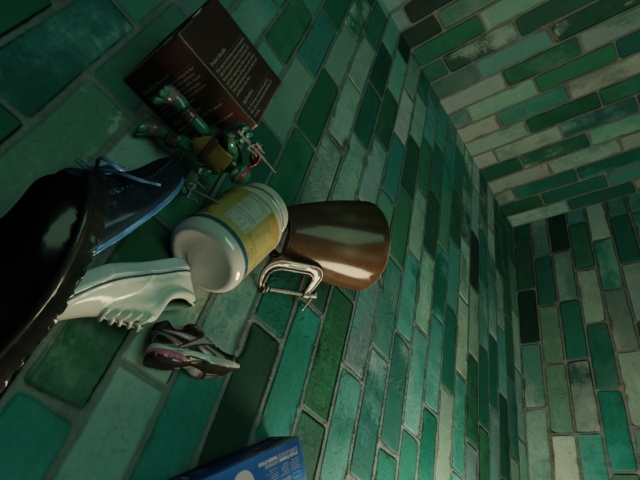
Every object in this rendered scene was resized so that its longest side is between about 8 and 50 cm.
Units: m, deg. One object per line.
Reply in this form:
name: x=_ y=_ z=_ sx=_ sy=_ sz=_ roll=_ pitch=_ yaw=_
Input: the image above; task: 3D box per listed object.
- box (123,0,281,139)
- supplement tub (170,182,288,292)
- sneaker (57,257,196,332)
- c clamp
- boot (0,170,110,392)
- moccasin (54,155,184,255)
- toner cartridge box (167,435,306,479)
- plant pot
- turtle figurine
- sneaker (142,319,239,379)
box: x=-0.216 y=-0.306 z=0.887 sx=0.203 sy=0.167 sz=0.168 roll=48 pitch=41 yaw=-30
supplement tub: x=-0.159 y=-0.013 z=0.849 sx=0.144 sy=0.144 sz=0.199 roll=61 pitch=35 yaw=-15
sneaker: x=-0.279 y=0.086 z=0.672 sx=0.258 sy=0.094 sz=0.091 roll=-13 pitch=71 yaw=-57
c clamp: x=-0.064 y=0.095 z=0.973 sx=0.161 sy=0.137 sz=0.022 roll=18 pitch=35 yaw=-33
boot: x=-0.389 y=0.030 z=0.418 sx=0.260 sy=0.131 sz=0.348 roll=39 pitch=79 yaw=-39
moccasin: x=-0.322 y=-0.053 z=0.644 sx=0.117 sy=0.138 sz=0.342 roll=65 pitch=33 yaw=-22
toner cartridge box: x=-0.154 y=0.432 z=0.707 sx=0.348 sy=0.075 sz=0.165 roll=4 pitch=72 yaw=-53
plant pot: x=0.000 y=0.000 z=1.035 sx=0.230 sy=0.215 sz=0.215 roll=8 pitch=68 yaw=-37
turtle figurine: x=-0.201 y=-0.157 z=0.823 sx=0.234 sy=0.175 sz=0.118 roll=38 pitch=12 yaw=-9
sneaker: x=-0.205 y=0.177 z=0.767 sx=0.178 sy=0.072 sz=0.077 roll=36 pitch=37 yaw=-47
